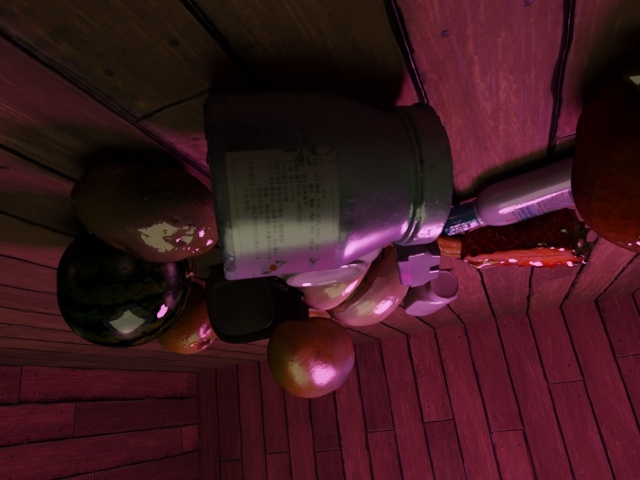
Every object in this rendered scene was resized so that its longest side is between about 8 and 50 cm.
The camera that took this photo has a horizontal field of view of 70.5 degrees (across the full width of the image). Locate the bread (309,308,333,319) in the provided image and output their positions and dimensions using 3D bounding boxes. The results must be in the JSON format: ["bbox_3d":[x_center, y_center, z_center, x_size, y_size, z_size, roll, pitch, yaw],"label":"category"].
[{"bbox_3d":[-0.041,0.203,1.538,0.192,0.110,0.210,-4,160,8],"label":"bread"}]

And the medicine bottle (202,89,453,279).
[{"bbox_3d":[0.004,-0.082,0.615,0.289,0.245,0.245,-7,160,-10],"label":"medicine bottle"}]

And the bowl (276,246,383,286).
[{"bbox_3d":[0.000,0.000,0.954,0.307,0.163,0.307,-9,162,-3],"label":"bowl"}]

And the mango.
[{"bbox_3d":[-0.022,0.306,1.214,0.221,0.199,0.384,-50,150,-7],"label":"mango"}]

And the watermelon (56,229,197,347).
[{"bbox_3d":[-0.391,0.087,0.918,0.268,0.269,0.269,-7,160,-2],"label":"watermelon"}]

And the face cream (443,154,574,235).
[{"bbox_3d":[0.423,-0.088,0.965,0.336,0.080,0.163,-20,157,30],"label":"face cream"}]

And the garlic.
[{"bbox_3d":[0.074,0.103,1.219,0.313,0.249,0.286,-17,115,41],"label":"garlic"}]

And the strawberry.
[{"bbox_3d":[0.515,-0.011,1.124,0.253,0.150,0.280,10,167,-30],"label":"strawberry"}]

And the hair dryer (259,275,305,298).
[{"bbox_3d":[-0.126,0.075,1.102,0.219,0.075,0.195,30,146,-1],"label":"hair dryer"}]

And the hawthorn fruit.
[{"bbox_3d":[0.524,-0.129,0.652,0.295,0.295,0.311,-9,136,4],"label":"hawthorn fruit"}]

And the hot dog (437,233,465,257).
[{"bbox_3d":[0.359,0.013,1.259,0.215,0.047,0.066,7,118,-36],"label":"hot dog"}]

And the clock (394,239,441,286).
[{"bbox_3d":[0.184,-0.024,0.903,0.083,0.186,0.253,-9,160,10],"label":"clock"}]

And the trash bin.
[{"bbox_3d":[-0.164,0.177,1.301,0.219,0.219,0.250,-15,165,21],"label":"trash bin"}]

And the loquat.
[{"bbox_3d":[-0.405,0.242,1.386,0.213,0.213,0.213,-7,160,-2],"label":"loquat"}]

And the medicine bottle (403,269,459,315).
[{"bbox_3d":[0.415,0.203,1.699,0.161,0.111,0.296,-6,161,-6],"label":"medicine bottle"}]

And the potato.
[{"bbox_3d":[-0.277,-0.046,0.739,0.235,0.160,0.178,20,123,-34],"label":"potato"}]
